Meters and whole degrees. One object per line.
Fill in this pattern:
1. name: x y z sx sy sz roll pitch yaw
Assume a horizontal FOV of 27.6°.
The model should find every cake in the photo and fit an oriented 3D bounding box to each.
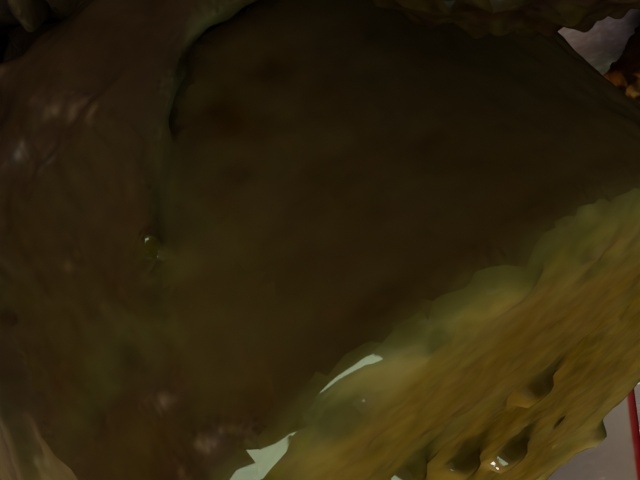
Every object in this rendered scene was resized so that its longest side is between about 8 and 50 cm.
1. cake: -0.038 -0.012 0.580 0.332 0.321 0.332 -34 155 -18

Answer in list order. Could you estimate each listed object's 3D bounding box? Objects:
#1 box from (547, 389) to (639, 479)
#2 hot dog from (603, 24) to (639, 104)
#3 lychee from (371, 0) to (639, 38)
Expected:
1. box: 0.070 0.187 0.946 0.300 0.314 0.312 -9 -172 4
2. hot dog: 0.248 -0.112 0.687 0.161 0.099 0.227 -4 156 -15
3. lychee: 0.061 -0.152 0.381 0.238 0.200 0.200 1 157 -37
